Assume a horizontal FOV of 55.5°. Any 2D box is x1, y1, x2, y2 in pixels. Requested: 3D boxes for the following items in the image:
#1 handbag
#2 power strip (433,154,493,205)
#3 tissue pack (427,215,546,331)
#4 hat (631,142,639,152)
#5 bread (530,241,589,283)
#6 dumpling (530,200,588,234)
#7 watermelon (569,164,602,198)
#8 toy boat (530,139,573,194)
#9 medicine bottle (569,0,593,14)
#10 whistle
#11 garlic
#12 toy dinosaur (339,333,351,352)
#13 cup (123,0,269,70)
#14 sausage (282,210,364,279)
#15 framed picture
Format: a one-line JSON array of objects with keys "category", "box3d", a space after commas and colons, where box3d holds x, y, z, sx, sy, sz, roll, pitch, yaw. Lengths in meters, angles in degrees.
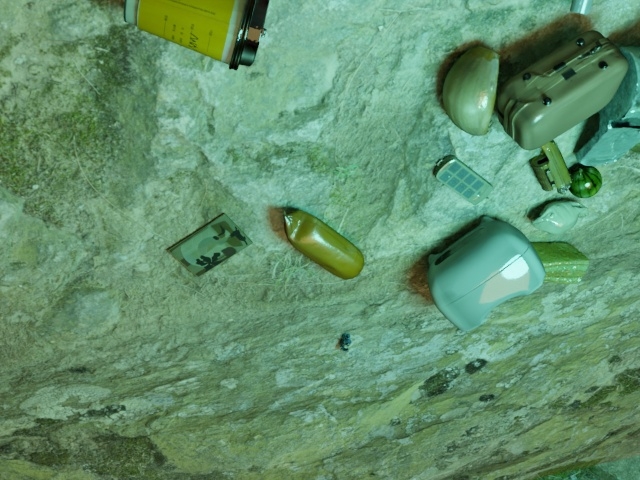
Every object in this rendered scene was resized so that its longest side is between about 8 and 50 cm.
[{"category": "handbag", "box3d": [0.599, -0.356, 1.546, 0.302, 0.149, 0.283, -34, 155, 1]}, {"category": "power strip", "box3d": [0.418, -0.169, 1.757, 0.227, 0.029, 0.080, 28, 117, -31]}, {"category": "tissue pack", "box3d": [0.485, 0.093, 1.847, 0.333, 0.229, 0.236, -38, 96, 19]}, {"category": "hat", "box3d": [0.976, -0.302, 1.765, 0.146, 0.067, 0.146, -7, 129, -9]}, {"category": "bread", "box3d": [0.745, 0.071, 1.964, 0.196, 0.138, 0.102, 0, 117, -14]}, {"category": "dumpling", "box3d": [0.727, -0.064, 1.890, 0.169, 0.100, 0.134, -33, 169, -15]}, {"category": "watermelon", "box3d": [0.779, -0.178, 1.799, 0.109, 0.109, 0.109, -7, 129, -9]}, {"category": "toy boat", "box3d": [0.659, -0.215, 1.757, 0.088, 0.068, 0.226, -27, 130, 19]}, {"category": "medicine bottle", "box3d": [0.622, -0.683, 1.344, 0.110, 0.110, 0.352, -6, 129, -9]}, {"category": "whistle", "box3d": [0.825, -0.346, 1.610, 0.168, 0.188, 0.405, -6, 127, -10]}, {"category": "garlic", "box3d": [0.396, -0.363, 1.549, 0.164, 0.145, 0.245, -36, 138, -26]}, {"category": "toy dinosaur", "box3d": [0.087, 0.353, 2.082, 0.030, 0.047, 0.083, 7, 127, -17]}, {"category": "cup", "box3d": [-0.250, -0.474, 1.257, 0.280, 0.196, 0.196, 12, 124, -12]}, {"category": "sausage", "box3d": [-0.005, 0.004, 1.744, 0.112, 0.112, 0.328, -41, 126, 19]}, {"category": "framed picture", "box3d": [-0.314, 0.017, 1.737, 0.201, 0.010, 0.136, -31, 129, 11]}]
